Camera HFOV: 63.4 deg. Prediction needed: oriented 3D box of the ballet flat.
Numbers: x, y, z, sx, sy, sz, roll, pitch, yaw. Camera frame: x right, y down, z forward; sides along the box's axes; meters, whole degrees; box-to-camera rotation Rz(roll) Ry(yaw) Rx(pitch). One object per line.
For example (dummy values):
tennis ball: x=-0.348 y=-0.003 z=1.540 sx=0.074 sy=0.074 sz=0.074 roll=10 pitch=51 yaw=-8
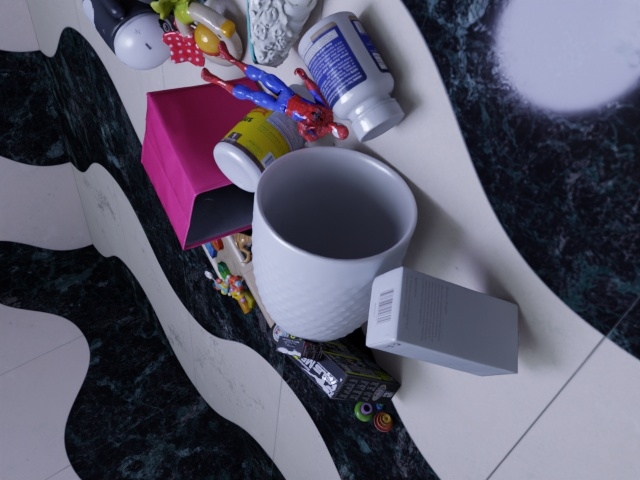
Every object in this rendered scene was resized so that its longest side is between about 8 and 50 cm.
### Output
ballet flat: x=-0.054 y=-0.471 z=0.843 sx=0.147 sy=0.147 sz=0.409 roll=37 pitch=141 yaw=35

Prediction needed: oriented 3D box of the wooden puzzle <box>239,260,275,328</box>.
wooden puzzle: x=-0.134 y=0.149 z=1.486 sx=0.221 sy=0.044 sz=0.239 roll=62 pitch=149 yaw=2

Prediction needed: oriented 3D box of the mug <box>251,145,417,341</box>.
mug: x=0.000 y=0.000 z=1.010 sx=0.328 sy=0.276 sz=0.374 roll=101 pitch=163 yaw=-48

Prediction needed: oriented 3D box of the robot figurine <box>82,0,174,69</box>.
robot figurine: x=-0.501 y=-0.583 z=1.358 sx=0.278 sy=0.209 sz=0.173 roll=53 pitch=134 yaw=7

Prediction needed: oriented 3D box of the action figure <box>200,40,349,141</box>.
action figure: x=-0.074 y=-0.254 z=0.881 sx=0.280 sy=0.091 sz=0.139 roll=30 pitch=177 yaw=3

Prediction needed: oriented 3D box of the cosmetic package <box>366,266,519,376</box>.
cosmetic package: x=0.194 y=0.131 z=0.806 sx=0.085 sy=0.231 sz=0.117 roll=-32 pitch=43 yaw=58

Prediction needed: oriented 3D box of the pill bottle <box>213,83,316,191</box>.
pill bottle: x=-0.095 y=-0.202 z=0.995 sx=0.117 sy=0.215 sz=0.117 roll=32 pitch=156 yaw=16

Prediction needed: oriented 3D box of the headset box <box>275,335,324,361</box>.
headset box: x=-0.041 y=0.209 z=1.005 sx=0.062 sy=0.083 sz=0.032 roll=5 pitch=74 yaw=34

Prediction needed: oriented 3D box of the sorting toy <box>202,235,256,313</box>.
sorting toy: x=-0.297 y=0.093 z=1.685 sx=0.307 sy=0.041 sz=0.229 roll=61 pitch=149 yaw=3

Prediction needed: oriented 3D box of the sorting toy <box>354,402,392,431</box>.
sorting toy: x=0.138 y=0.426 z=1.280 sx=0.102 sy=0.061 sz=0.042 roll=30 pitch=140 yaw=8

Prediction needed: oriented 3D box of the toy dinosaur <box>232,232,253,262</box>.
toy dinosaur: x=-0.211 y=0.003 z=1.473 sx=0.211 sy=0.064 sz=0.112 roll=5 pitch=115 yaw=54

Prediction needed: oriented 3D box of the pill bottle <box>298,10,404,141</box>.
pill bottle: x=0.054 y=-0.261 z=0.844 sx=0.186 sy=0.112 sz=0.112 roll=61 pitch=148 yaw=5

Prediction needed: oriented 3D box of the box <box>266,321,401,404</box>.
box: x=0.035 y=0.268 z=1.154 sx=0.216 sy=0.060 sz=0.270 roll=37 pitch=-176 yaw=36

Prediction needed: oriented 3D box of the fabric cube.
fabric cube: x=-0.232 y=-0.176 z=1.172 sx=0.258 sy=0.254 sz=0.259 roll=62 pitch=150 yaw=16

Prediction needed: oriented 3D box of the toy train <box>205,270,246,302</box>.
toy train: x=-0.282 y=0.130 z=1.616 sx=0.166 sy=0.046 sz=0.125 roll=12 pitch=140 yaw=42

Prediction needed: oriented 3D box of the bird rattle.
bird rattle: x=-0.269 y=-0.456 z=1.150 sx=0.207 sy=0.143 sz=0.253 roll=33 pitch=156 yaw=7
